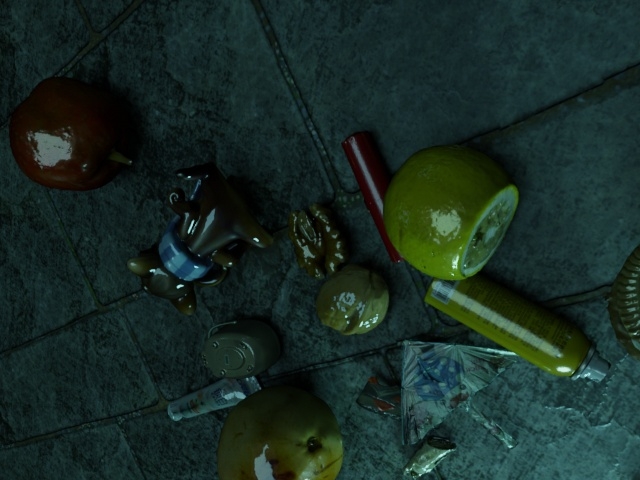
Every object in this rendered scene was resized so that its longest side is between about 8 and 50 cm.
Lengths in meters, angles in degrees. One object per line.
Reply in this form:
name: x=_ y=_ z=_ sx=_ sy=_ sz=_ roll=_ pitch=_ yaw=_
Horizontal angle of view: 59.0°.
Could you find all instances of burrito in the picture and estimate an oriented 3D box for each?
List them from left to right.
burrito: x=0.245 y=0.497 z=1.296 sx=0.055 sy=0.041 sz=0.149 roll=38 pitch=117 yaw=0

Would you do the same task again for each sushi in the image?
sushi: x=0.244 y=0.277 z=1.227 sx=0.083 sy=0.046 sz=0.044 roll=-13 pitch=98 yaw=32

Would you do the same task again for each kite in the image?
kite: x=0.284 y=0.327 z=1.191 sx=0.314 sy=0.011 sz=0.335 roll=45 pitch=107 yaw=4

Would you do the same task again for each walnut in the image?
walnut: x=0.000 y=0.000 z=1.272 sx=0.143 sy=0.069 sz=0.170 roll=-17 pitch=94 yaw=34
walnut: x=0.073 y=0.132 z=1.224 sx=0.166 sy=0.149 sz=0.166 roll=-5 pitch=125 yaw=-7

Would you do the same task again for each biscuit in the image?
biscuit: x=0.599 y=0.098 z=0.905 sx=0.259 sy=0.079 sz=0.259 roll=-10 pitch=70 yaw=30

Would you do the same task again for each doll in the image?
doll: x=-0.286 y=-0.006 z=1.331 sx=0.340 sy=0.318 sz=0.209 roll=-45 pitch=38 yaw=12

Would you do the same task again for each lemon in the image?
lemon: x=0.221 y=-0.061 z=1.035 sx=0.219 sy=0.240 sz=0.240 roll=35 pitch=120 yaw=31

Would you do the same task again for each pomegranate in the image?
pomegranate: x=-0.105 y=0.491 z=1.344 sx=0.319 sy=0.319 sz=0.319 roll=9 pitch=109 yaw=27

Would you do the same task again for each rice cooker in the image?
rice cooker: x=-0.204 y=0.277 z=1.437 sx=0.206 sy=0.127 sz=0.145 roll=-10 pitch=99 yaw=23

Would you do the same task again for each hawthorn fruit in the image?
hawthorn fruit: x=-0.605 y=-0.251 z=1.434 sx=0.330 sy=0.287 sz=0.287 roll=23 pitch=115 yaw=16

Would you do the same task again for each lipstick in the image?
lipstick: x=0.125 y=-0.091 z=1.173 sx=0.073 sy=0.073 sz=0.279 roll=-23 pitch=93 yaw=33

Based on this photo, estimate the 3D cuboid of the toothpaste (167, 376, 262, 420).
toothpaste: x=-0.295 y=0.436 z=1.578 sx=0.323 sy=0.066 sz=0.100 roll=-26 pitch=94 yaw=28

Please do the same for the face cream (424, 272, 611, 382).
face cream: x=0.375 y=0.159 z=1.084 sx=0.349 sy=0.105 sz=0.105 roll=29 pitch=117 yaw=19

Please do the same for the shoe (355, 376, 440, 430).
shoe: x=0.181 y=0.369 z=1.281 sx=0.194 sy=0.074 sz=0.077 roll=17 pitch=69 yaw=11
